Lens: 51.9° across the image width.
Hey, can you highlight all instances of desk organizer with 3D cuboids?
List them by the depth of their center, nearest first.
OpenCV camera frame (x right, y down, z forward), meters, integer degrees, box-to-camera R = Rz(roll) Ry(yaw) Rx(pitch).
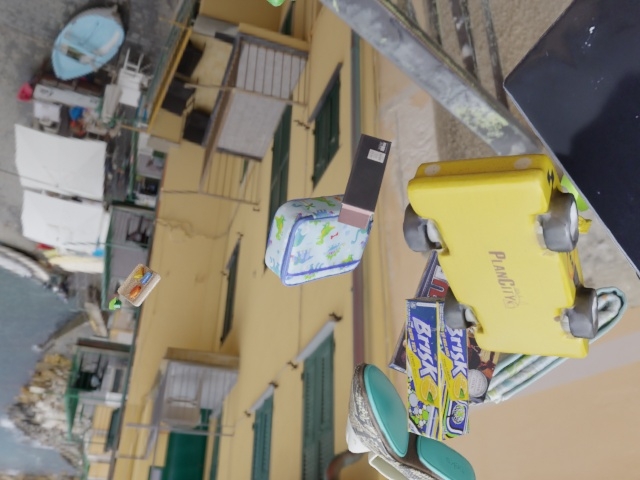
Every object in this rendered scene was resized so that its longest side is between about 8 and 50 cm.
[{"bbox_3d":[0.062,-0.084,0.939,0.047,0.130,0.050,16,149,0],"label":"desk organizer"}]

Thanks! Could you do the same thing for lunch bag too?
[{"bbox_3d":[0.000,0.000,1.359,0.219,0.090,0.176,-9,128,-38],"label":"lunch bag"}]

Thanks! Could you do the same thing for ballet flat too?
[{"bbox_3d":[0.172,0.478,1.541,0.182,0.164,0.483,-28,119,30],"label":"ballet flat"}]

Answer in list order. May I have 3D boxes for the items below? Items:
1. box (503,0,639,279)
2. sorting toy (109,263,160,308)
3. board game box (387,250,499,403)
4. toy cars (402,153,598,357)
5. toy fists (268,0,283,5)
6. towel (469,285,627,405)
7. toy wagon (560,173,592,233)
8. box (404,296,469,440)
[{"bbox_3d":[0.340,-0.164,0.366,0.313,0.178,0.343,-25,167,-26],"label":"box"},{"bbox_3d":[-0.281,0.075,0.982,0.062,0.083,0.012,24,162,43],"label":"sorting toy"},{"bbox_3d":[0.236,0.133,1.127,0.165,0.243,0.042,22,164,2],"label":"board game box"},{"bbox_3d":[0.221,0.048,0.460,0.394,0.087,0.176,29,147,-9],"label":"toy cars"},{"bbox_3d":[-0.017,-0.526,1.109,0.142,0.096,0.279,42,96,-8],"label":"toy fists"},{"bbox_3d":[0.486,0.249,1.503,0.375,0.090,0.320,-31,167,-8],"label":"towel"},{"bbox_3d":[0.401,-0.176,0.883,0.267,0.068,0.344,15,105,-48],"label":"toy wagon"},{"bbox_3d":[0.144,0.155,0.815,0.054,0.168,0.059,-2,180,-37],"label":"box"}]
